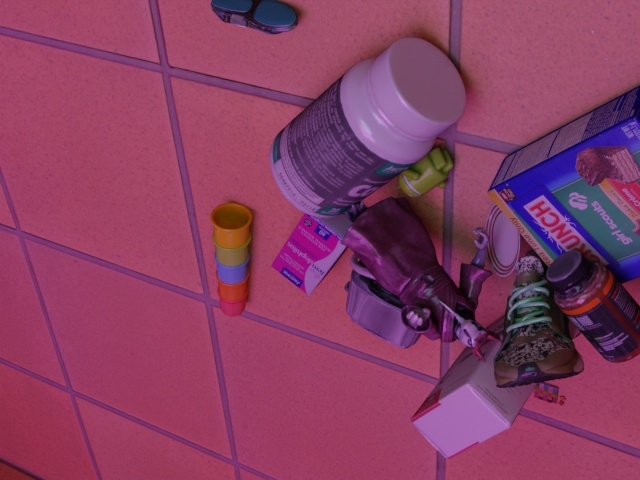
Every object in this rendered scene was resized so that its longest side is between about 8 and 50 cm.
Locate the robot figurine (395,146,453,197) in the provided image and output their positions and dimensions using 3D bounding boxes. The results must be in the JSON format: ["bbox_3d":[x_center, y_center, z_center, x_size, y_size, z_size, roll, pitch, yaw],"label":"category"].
[{"bbox_3d":[0.194,-0.126,1.789,0.115,0.101,0.067,-36,63,31],"label":"robot figurine"}]

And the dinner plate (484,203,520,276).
[{"bbox_3d":[0.342,-0.003,1.771,0.017,0.141,0.141,-3,138,-17],"label":"dinner plate"}]

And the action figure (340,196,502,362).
[{"bbox_3d":[0.182,0.093,1.786,0.370,0.248,0.275,51,150,19],"label":"action figure"}]

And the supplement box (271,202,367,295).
[{"bbox_3d":[0.000,0.000,2.020,0.111,0.114,0.220,37,140,3],"label":"supplement box"}]

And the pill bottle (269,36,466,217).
[{"bbox_3d":[0.080,-0.199,1.719,0.204,0.204,0.361,47,139,-7],"label":"pill bottle"}]

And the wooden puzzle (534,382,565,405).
[{"bbox_3d":[0.478,0.321,2.016,0.083,0.006,0.049,16,133,26],"label":"wooden puzzle"}]

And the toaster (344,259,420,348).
[{"bbox_3d":[0.158,0.128,2.002,0.227,0.129,0.146,29,141,11],"label":"toaster"}]

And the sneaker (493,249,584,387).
[{"bbox_3d":[0.366,0.125,1.667,0.158,0.410,0.182,-17,101,21],"label":"sneaker"}]

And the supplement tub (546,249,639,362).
[{"bbox_3d":[0.464,0.107,1.598,0.198,0.106,0.106,46,139,-19],"label":"supplement tub"}]

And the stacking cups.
[{"bbox_3d":[-0.215,0.058,2.240,0.096,0.096,0.316,25,136,17],"label":"stacking cups"}]

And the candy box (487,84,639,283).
[{"bbox_3d":[0.483,-0.072,1.586,0.268,0.122,0.317,47,140,-12],"label":"candy box"}]

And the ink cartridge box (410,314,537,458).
[{"bbox_3d":[0.332,0.271,1.876,0.117,0.283,0.207,45,138,1],"label":"ink cartridge box"}]

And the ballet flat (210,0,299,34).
[{"bbox_3d":[-0.117,-0.421,1.794,0.188,0.070,0.070,23,136,22],"label":"ballet flat"}]
